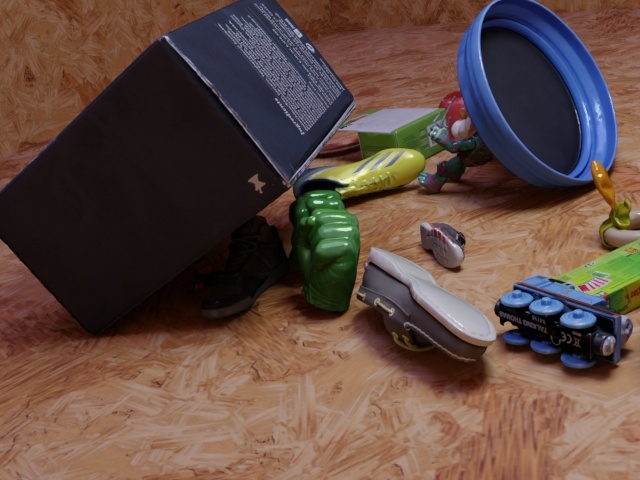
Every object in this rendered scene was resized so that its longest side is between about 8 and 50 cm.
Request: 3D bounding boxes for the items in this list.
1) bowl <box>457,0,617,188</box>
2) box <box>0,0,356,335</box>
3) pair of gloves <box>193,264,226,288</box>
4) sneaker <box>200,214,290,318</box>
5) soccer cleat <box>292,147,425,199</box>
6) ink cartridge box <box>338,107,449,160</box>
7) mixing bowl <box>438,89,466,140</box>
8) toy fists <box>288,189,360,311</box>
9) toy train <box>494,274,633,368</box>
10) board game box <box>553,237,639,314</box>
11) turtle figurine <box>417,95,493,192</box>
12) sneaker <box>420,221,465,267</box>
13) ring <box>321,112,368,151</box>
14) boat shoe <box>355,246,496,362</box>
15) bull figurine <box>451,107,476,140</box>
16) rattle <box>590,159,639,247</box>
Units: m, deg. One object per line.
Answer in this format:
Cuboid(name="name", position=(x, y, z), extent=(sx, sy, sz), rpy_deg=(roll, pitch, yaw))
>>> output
Cuboid(name="bowl", position=(0.417, -0.279, 1.582), extent=(0.391, 0.391, 0.077), rpy_deg=(-32, 2, -41))
Cuboid(name="box", position=(-0.241, -0.152, 1.455), extent=(0.479, 0.297, 0.472), rpy_deg=(-35, 12, 26))
Cuboid(name="pair of gloves", position=(-0.198, 0.064, 1.518), extent=(0.074, 0.010, 0.083), rpy_deg=(-14, 22, -5))
Cuboid(name="sneaker", position=(-0.137, 0.039, 1.390), extent=(0.087, 0.130, 0.227), rpy_deg=(1, 26, 34))
Cuboid(name="soccer cleat", position=(0.081, -0.122, 1.739), extent=(0.289, 0.094, 0.121), rpy_deg=(-11, 27, 11))
Cuboid(name="ink cartridge box", position=(0.160, -0.254, 2.017), extent=(0.188, 0.097, 0.255), rpy_deg=(-29, 25, -36))
Cuboid(name="mixing bowl", position=(0.367, -0.324, 2.077), extent=(0.181, 0.098, 0.181), rpy_deg=(-10, 21, 4))
Cuboid(name="toy fists", position=(0.000, 0.000, 1.357), extent=(0.096, 0.142, 0.279), rpy_deg=(9, 17, -13))
Cuboid(name="toy train", position=(0.312, 0.102, 1.058), extent=(0.105, 0.080, 0.184), rpy_deg=(-18, 21, -31))
Cuboid(name="board game box", position=(0.422, 0.056, 1.157), extent=(0.181, 0.043, 0.092), rpy_deg=(-21, 23, -22))
Cuboid(name="turtle figurine", position=(0.293, -0.196, 1.648), extent=(0.175, 0.234, 0.118), rpy_deg=(-9, 60, -33))
Cuboid(name="sneaker", position=(0.220, -0.002, 1.396), extent=(0.064, 0.061, 0.158), rpy_deg=(-9, 21, -10))
Cuboid(name="ring", position=(0.041, -0.289, 2.258), extent=(0.336, 0.032, 0.337), rpy_deg=(-10, 21, 4))
Cuboid(name="boat shoe", position=(0.136, 0.100, 1.136), extent=(0.109, 0.091, 0.305), rpy_deg=(20, 10, -26))
Cuboid(name="bull figurine", position=(0.401, -0.274, 1.819), extent=(0.188, 0.101, 0.310), rpy_deg=(-2, -10, 0))
Cuboid(name="rattle", position=(0.530, -0.057, 1.264), extent=(0.130, 0.143, 0.199), rpy_deg=(-6, 6, -43))
